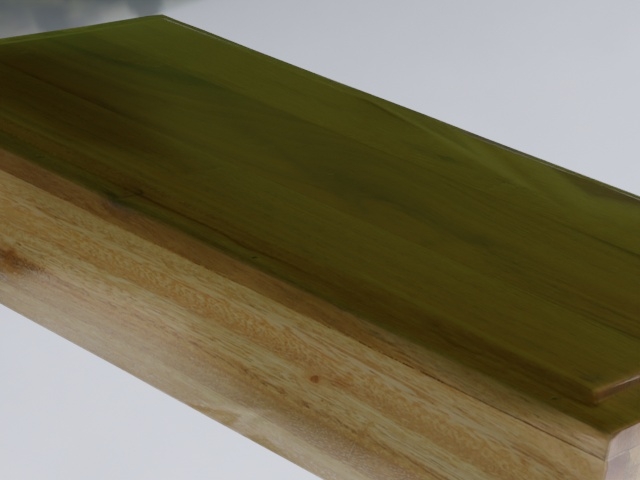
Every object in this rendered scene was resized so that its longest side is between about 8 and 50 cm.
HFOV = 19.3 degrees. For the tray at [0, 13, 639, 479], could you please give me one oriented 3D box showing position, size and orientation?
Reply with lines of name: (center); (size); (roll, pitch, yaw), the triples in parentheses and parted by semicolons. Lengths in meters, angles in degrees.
tray: (0.000, 0.000, 0.775); (0.411, 0.076, 0.202); (23, -154, 36)
